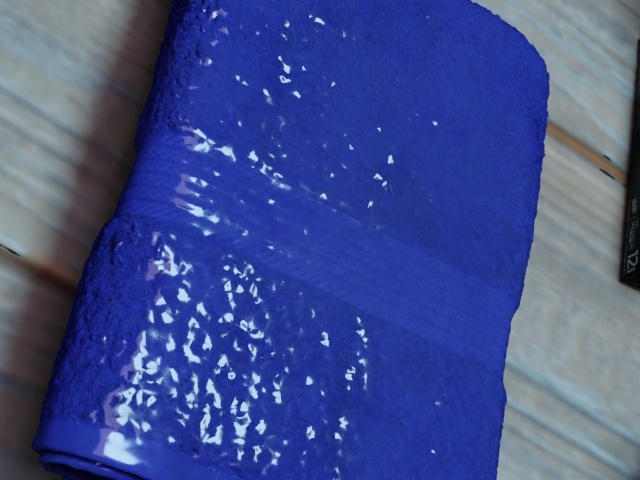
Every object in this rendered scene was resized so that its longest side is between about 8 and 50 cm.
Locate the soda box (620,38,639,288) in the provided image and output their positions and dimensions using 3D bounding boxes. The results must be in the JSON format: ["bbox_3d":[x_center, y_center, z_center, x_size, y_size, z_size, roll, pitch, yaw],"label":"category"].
[{"bbox_3d":[0.223,-0.050,0.772,0.060,0.053,0.169,20,66,-21],"label":"soda box"}]

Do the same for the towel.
[{"bbox_3d":[0.000,0.000,0.632,0.227,0.076,0.308,26,63,-27],"label":"towel"}]
